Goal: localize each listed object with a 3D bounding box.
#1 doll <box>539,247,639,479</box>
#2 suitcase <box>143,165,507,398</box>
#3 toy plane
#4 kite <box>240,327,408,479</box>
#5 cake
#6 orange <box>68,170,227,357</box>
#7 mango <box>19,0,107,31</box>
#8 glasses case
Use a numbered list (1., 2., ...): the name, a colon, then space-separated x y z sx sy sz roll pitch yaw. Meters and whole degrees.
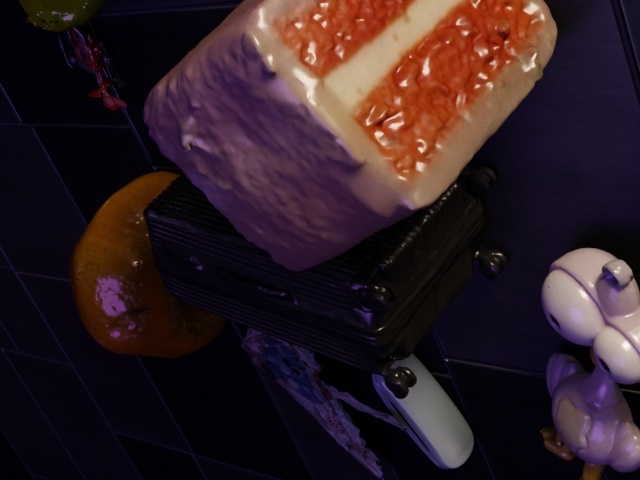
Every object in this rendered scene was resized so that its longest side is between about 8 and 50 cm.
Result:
1. doll: 0.296 0.138 1.295 0.160 0.094 0.365 54 163 38
2. suitcase: 0.000 0.000 1.341 0.335 0.229 0.152 18 138 32
3. toy plane: -0.289 -0.230 1.566 0.060 0.037 0.145 4 126 31
4. kite: -0.011 0.194 1.690 0.368 0.014 0.406 19 145 50
5. cake: 0.027 -0.150 1.095 0.237 0.309 0.230 47 148 -10
6. orange: -0.223 0.026 1.599 0.183 0.249 0.249 8 133 32
7. mango: -0.288 -0.311 1.421 0.178 0.100 0.119 -10 112 45
8. glasses case: 0.133 0.217 1.582 0.178 0.067 0.045 52 146 -13
